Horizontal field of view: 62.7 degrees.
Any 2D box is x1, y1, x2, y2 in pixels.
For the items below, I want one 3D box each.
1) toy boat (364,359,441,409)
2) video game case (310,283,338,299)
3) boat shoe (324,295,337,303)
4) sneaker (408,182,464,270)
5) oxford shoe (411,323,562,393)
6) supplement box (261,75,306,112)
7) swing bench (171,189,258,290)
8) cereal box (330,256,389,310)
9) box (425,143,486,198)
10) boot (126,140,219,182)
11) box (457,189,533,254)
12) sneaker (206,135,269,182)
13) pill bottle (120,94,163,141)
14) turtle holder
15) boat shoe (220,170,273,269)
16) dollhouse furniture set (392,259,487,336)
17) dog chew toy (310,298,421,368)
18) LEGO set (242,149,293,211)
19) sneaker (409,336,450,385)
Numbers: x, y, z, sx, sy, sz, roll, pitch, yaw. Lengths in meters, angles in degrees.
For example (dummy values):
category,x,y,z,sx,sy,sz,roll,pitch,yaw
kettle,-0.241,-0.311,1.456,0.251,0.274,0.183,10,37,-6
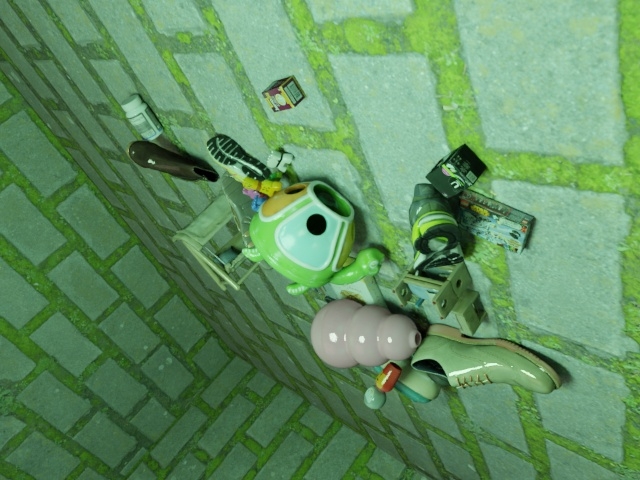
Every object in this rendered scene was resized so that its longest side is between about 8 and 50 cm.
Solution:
category,x,y,z,sx,sy,sz,roll,pitch,yaw
toy boat,0.230,0.429,1.640,0.267,0.148,0.318,35,-169,23
video game case,-0.004,0.148,1.824,0.166,0.015,0.119,16,146,44
boat shoe,0.054,0.226,1.837,0.125,0.038,0.046,20,148,40
sneaker,0.236,-0.020,1.086,0.111,0.121,0.300,-9,159,6
oxford shoe,0.409,0.334,1.345,0.397,0.146,0.140,4,135,53
supplement box,-0.080,-0.315,1.133,0.083,0.043,0.055,6,139,54
swing bench,-0.293,-0.012,1.704,0.254,0.253,0.165,49,155,-15
cereal box,0.103,0.141,1.608,0.173,0.047,0.240,15,144,42
box,0.244,-0.123,0.950,0.062,0.052,0.083,45,157,-6
boot,-0.476,-0.255,1.704,0.207,0.090,0.248,14,176,38
box,0.328,-0.035,1.000,0.137,0.027,0.094,29,154,27
sneaker,-0.243,-0.214,1.504,0.208,0.081,0.094,39,158,6
pill bottle,-0.582,-0.399,1.711,0.078,0.078,0.137,17,145,44
turtle holder,-0.013,0.000,1.314,0.320,0.243,0.227,48,119,12
boat shoe,-0.201,-0.065,1.598,0.116,0.123,0.324,137,112,-79
dollhouse furniture set,0.283,0.147,1.246,0.129,0.129,0.183,12,142,49
dog chew toy,0.134,0.274,1.522,0.332,0.206,0.206,-4,131,37
LEGO set,-0.162,-0.147,1.387,0.093,0.087,0.227,19,146,-17
sneaker,0.305,0.320,1.577,0.267,0.101,0.106,33,137,14
